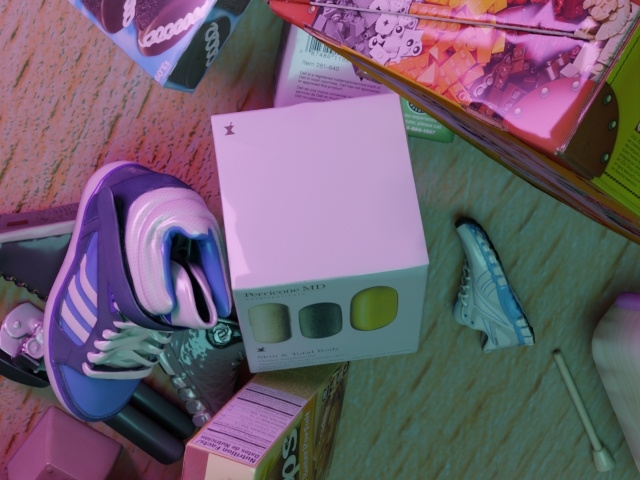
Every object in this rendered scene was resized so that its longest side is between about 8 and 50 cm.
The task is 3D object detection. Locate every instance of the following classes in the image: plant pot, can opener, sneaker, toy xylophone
[{"bbox_3d":[-0.320,0.291,1.634,0.109,0.096,0.109,33,105,-17],"label":"plant pot"},{"bbox_3d":[-0.280,0.177,1.614,0.280,0.074,0.093,36,140,-16],"label":"can opener"},{"bbox_3d":[-0.104,0.167,1.608,0.132,0.086,0.229,-29,111,5],"label":"sneaker"},{"bbox_3d":[0.191,0.062,1.599,0.082,0.071,0.191,-22,113,11],"label":"sneaker"},{"bbox_3d":[0.412,0.209,1.622,0.081,0.236,0.323,-33,117,-26],"label":"toy xylophone"},{"bbox_3d":[-0.195,0.086,1.434,0.130,0.236,0.323,3,107,-33],"label":"sneaker"},{"bbox_3d":[-0.349,0.033,1.529,0.222,0.083,0.118,-8,111,-3],"label":"sneaker"}]

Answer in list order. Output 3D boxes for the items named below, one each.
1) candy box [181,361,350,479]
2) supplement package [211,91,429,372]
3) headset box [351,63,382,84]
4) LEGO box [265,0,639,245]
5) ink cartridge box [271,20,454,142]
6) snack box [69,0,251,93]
[{"bbox_3d":[-0.064,0.255,1.521,0.087,0.316,0.183,15,112,15],"label":"candy box"},{"bbox_3d":[0.000,0.000,1.419,0.199,0.198,0.263,-7,156,-2],"label":"supplement package"},{"bbox_3d":[0.058,-0.202,1.350,0.032,0.062,0.083,20,111,-12],"label":"headset box"},{"bbox_3d":[0.254,-0.143,1.232,0.500,0.372,0.193,26,96,-47],"label":"LEGO box"},{"bbox_3d":[0.072,-0.266,1.423,0.201,0.117,0.278,10,112,-9],"label":"ink cartridge box"},{"bbox_3d":[-0.120,-0.335,1.351,0.187,0.060,0.322,43,108,25],"label":"snack box"}]
